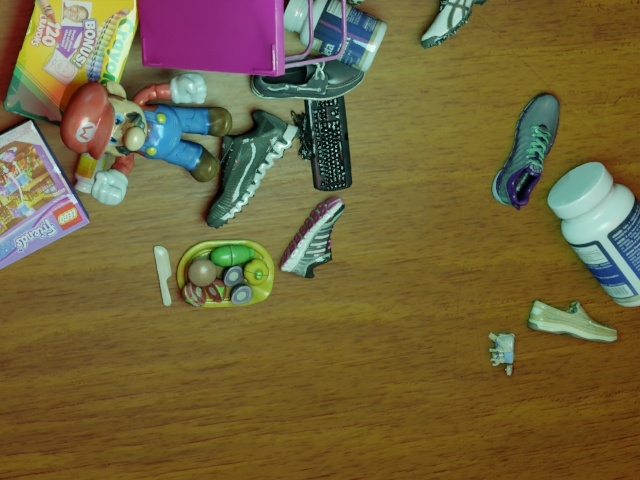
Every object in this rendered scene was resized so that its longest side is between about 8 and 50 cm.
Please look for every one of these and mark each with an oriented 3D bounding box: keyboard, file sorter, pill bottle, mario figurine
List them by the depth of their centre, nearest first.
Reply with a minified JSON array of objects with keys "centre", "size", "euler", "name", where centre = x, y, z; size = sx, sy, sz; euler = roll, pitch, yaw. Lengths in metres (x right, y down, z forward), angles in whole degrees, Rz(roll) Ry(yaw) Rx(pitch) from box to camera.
[{"centre":[-0.122,-0.376,1.678],"size":[0.182,0.291,0.202],"euler":[-19,113,-48],"name":"file sorter"},{"centre":[-0.270,-0.163,1.716],"size":[0.320,0.170,0.198],"euler":[3,74,-50],"name":"mario figurine"},{"centre":[-0.394,-0.125,1.824],"size":[0.043,0.043,0.083],"euler":[17,99,-17],"name":"pill bottle"},{"centre":[0.021,-0.363,1.828],"size":[0.169,0.094,0.094],"euler":[24,98,-2],"name":"pill bottle"},{"centre":[0.006,-0.178,1.913],"size":[0.100,0.038,0.192],"euler":[-10,106,-11],"name":"keyboard"},{"centre":[0.556,-0.013,2.032],"size":[0.153,0.153,0.264],"euler":[-41,110,-1],"name":"pill bottle"}]

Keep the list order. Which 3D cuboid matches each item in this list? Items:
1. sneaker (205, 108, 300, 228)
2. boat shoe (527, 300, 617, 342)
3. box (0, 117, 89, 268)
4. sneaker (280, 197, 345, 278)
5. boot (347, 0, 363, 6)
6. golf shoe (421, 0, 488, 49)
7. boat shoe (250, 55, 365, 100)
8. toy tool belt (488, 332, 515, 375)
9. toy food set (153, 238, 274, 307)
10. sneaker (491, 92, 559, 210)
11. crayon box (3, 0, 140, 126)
[{"centre":[-0.144,-0.133,1.871],"size":[0.106,0.078,0.234],"euler":[38,91,-15],"name":"sneaker"},{"centre":[0.507,0.157,2.114],"size":[0.190,0.068,0.072],"euler":[11,90,-16],"name":"boat shoe"},{"centre":[-0.566,-0.052,1.793],"size":[0.293,0.057,0.201],"euler":[-28,109,-6],"name":"box"},{"centre":[0.000,0.000,1.947],"size":[0.075,0.063,0.170],"euler":[33,100,-19],"name":"sneaker"},{"centre":[0.049,-0.602,1.757],"size":[0.284,0.138,0.377],"euler":[34,98,-18],"name":"boot"},{"centre":[0.234,-0.426,1.892],"size":[0.094,0.077,0.198],"euler":[45,84,-9],"name":"golf shoe"},{"centre":[-0.017,-0.284,1.855],"size":[0.206,0.065,0.075],"euler":[-8,84,-10],"name":"boat shoe"},{"centre":[0.356,0.223,2.106],"size":[0.051,0.052,0.083],"euler":[3,102,17],"name":"toy tool belt"},{"centre":[-0.185,0.069,1.913],"size":[0.218,0.071,0.128],"euler":[-3,105,-13],"name":"toy food set"},{"centre":[0.401,-0.162,1.983],"size":[0.083,0.098,0.223],"euler":[18,100,-18],"name":"sneaker"},{"centre":[-0.399,-0.325,1.750],"size":[0.165,0.081,0.278],"euler":[17,100,-18],"name":"crayon box"}]
